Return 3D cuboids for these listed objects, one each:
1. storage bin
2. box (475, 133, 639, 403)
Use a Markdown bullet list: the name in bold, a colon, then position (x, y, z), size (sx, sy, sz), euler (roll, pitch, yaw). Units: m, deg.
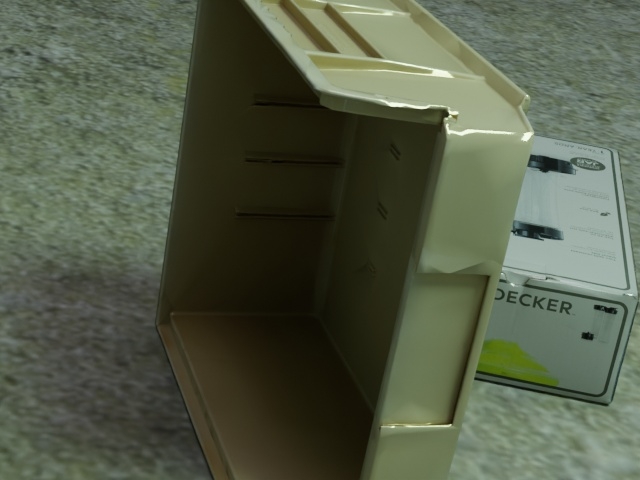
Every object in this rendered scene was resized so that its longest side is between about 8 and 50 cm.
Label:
- **storage bin**: position (0.000, 0.000, 0.791), size (0.123, 0.262, 0.260), euler (2, 25, -19)
- **box**: position (0.145, 0.003, 1.037), size (0.169, 0.087, 0.290), euler (11, 24, 4)
